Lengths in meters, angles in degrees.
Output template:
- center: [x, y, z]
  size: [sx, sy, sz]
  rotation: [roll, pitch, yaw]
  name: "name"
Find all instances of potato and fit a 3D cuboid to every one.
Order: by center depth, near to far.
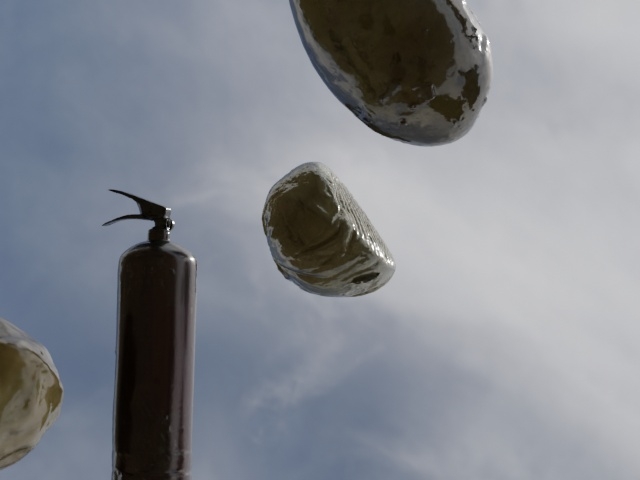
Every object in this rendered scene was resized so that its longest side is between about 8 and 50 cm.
- center: [0.064, -0.207, 1.301]
  size: [0.165, 0.165, 0.262]
  rotation: [-24, -80, 23]
  name: "potato"

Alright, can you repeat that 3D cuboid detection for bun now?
- center: [0.000, 0.000, 1.528]
  size: [0.113, 0.173, 0.166]
  rotation: [-37, -87, 9]
  name: "bun"

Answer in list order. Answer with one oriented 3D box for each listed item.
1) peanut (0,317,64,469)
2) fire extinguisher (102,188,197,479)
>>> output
- center: [-0.399, 0.150, 1.121]
  size: [0.387, 0.192, 0.169]
  rotation: [-12, -146, 11]
  name: "peanut"
- center: [-0.153, 0.088, 1.187]
  size: [0.089, 0.072, 0.268]
  rotation: [0, -94, 19]
  name: "fire extinguisher"
